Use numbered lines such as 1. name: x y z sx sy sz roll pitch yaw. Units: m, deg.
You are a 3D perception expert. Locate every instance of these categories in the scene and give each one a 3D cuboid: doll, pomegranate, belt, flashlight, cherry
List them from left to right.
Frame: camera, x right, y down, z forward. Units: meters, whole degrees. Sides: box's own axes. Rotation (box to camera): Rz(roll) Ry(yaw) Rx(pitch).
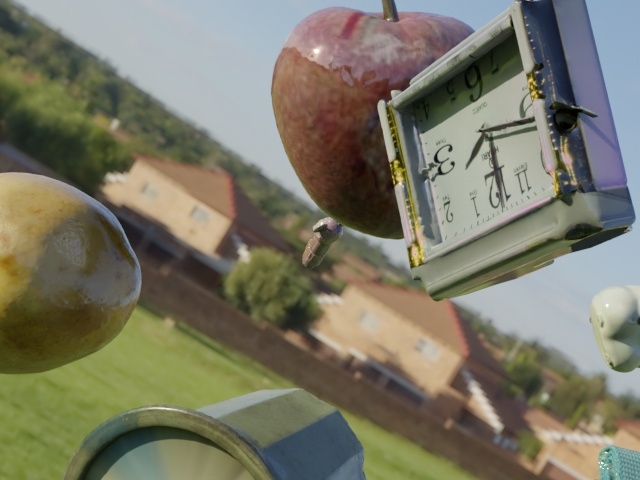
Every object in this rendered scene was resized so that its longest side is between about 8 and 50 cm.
1. pomegranate: -0.258 0.031 1.221 0.196 0.196 0.196 32 0 0
2. flashlight: 0.000 0.000 1.756 0.031 0.052 0.110 67 -27 20
3. cherry: 0.066 -0.146 1.492 0.236 0.285 0.213 -7 11 -9
4. belt: 0.273 0.244 1.242 0.065 0.100 0.179 13 43 -10
5. doll: 0.422 0.098 1.776 0.181 0.110 0.107 -9 18 13

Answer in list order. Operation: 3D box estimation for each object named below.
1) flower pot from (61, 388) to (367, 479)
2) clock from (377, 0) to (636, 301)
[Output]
1. flower pot: -0.067 0.214 1.130 0.212 0.212 0.202 32 18 19
2. clock: 0.142 -0.069 1.089 0.083 0.186 0.253 -6 -11 -26
